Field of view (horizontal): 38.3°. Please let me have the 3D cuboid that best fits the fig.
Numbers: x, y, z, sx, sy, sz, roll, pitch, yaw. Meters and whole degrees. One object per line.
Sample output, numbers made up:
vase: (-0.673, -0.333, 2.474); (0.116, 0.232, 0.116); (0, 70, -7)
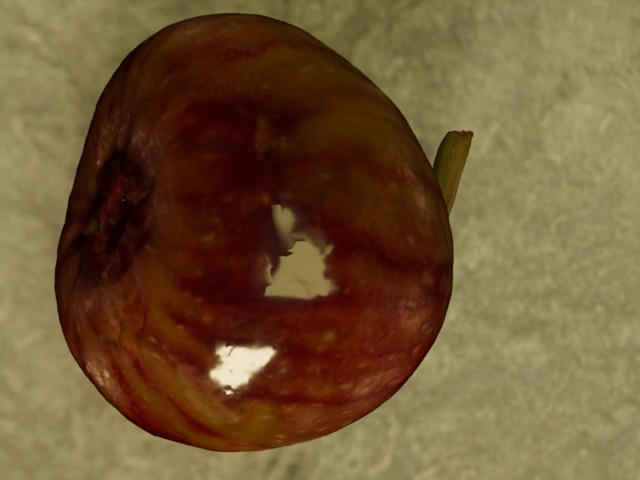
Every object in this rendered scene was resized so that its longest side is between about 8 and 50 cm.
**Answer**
fig: (-0.004, 0.006, 0.403); (0.207, 0.175, 0.175); (18, 83, -44)
